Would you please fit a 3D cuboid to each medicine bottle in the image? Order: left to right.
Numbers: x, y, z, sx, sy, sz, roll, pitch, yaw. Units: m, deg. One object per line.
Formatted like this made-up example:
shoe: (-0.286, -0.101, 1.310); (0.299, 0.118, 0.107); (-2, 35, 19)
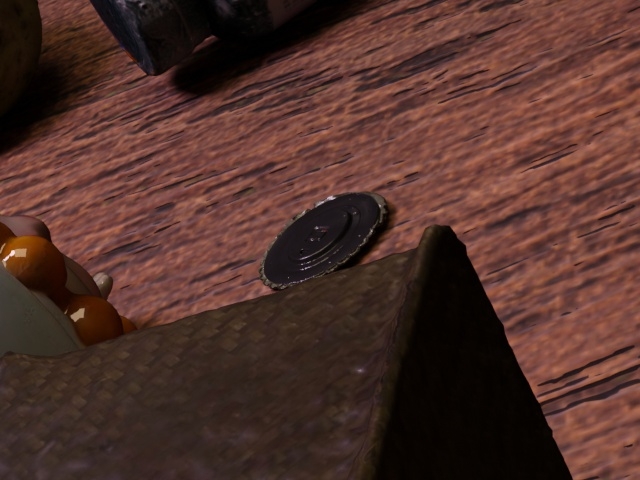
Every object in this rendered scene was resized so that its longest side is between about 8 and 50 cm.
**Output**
medicine bottle: (-0.026, -0.234, 1.361); (0.293, 0.141, 0.141); (-36, 28, -11)

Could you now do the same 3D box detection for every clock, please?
clock: (0.000, 0.000, 1.086); (0.074, 0.010, 0.083); (-2, 39, 42)

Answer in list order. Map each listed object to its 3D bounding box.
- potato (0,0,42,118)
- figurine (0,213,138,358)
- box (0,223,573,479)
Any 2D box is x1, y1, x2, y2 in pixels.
potato: (-0.307, -0.149, 1.487); (0.228, 0.148, 0.197); (-9, 47, 37)
figurine: (-0.195, 0.073, 1.033); (0.205, 0.224, 0.382); (-52, 5, 1)
box: (0.012, 0.162, 0.518); (0.143, 0.273, 0.184); (-18, 30, 22)
